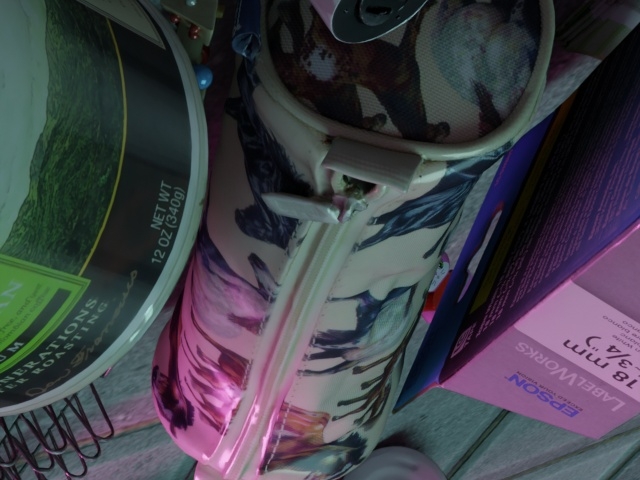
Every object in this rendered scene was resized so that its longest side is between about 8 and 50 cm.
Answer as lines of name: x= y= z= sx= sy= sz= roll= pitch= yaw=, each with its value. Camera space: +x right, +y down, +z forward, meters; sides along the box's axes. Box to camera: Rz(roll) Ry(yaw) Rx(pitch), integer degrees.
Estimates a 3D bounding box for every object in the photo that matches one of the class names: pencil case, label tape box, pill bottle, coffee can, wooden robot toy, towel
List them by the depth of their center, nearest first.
coffee can: x=-0.191 y=-0.049 z=0.598 sx=0.201 sy=0.201 sz=0.275 roll=-39 pitch=156 yaw=14
wooden robot toy: x=-0.097 y=-0.078 z=0.864 sx=0.079 sy=0.076 sz=0.173 roll=10 pitch=145 yaw=-8
pencil case: x=0.000 y=0.000 z=0.976 sx=0.183 sy=0.160 sz=0.410 roll=-57 pitch=172 yaw=-34
label tape box: x=0.189 y=-0.017 z=1.039 sx=0.240 sy=0.106 sz=0.333 roll=-63 pitch=-173 yaw=-30
towel: x=0.234 y=-0.171 z=1.128 sx=0.152 sy=0.023 sz=0.113 roll=-44 pitch=154 yaw=23
pill bottle: x=0.087 y=0.277 z=1.700 sx=0.112 sy=0.112 sz=0.186 roll=-33 pitch=157 yaw=-1

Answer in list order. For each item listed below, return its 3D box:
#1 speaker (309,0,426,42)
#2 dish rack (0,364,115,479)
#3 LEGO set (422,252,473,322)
speaker: x=-0.006 y=-0.148 z=0.722 sx=0.055 sy=0.136 sz=0.055 roll=-27 pitch=155 yaw=-13
dish rack: x=-0.229 y=0.148 z=1.094 sx=0.208 sy=0.074 sz=0.271 roll=-11 pitch=148 yaw=-43
LEGO set: x=0.001 y=0.070 z=1.219 sx=0.087 sy=0.093 sz=0.227 roll=-9 pitch=-147 yaw=49
